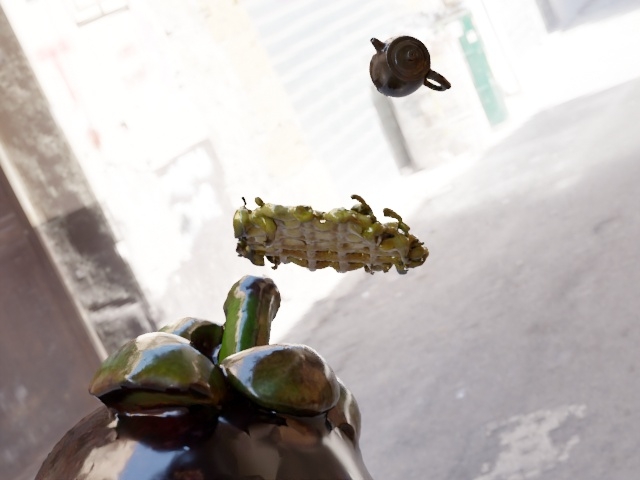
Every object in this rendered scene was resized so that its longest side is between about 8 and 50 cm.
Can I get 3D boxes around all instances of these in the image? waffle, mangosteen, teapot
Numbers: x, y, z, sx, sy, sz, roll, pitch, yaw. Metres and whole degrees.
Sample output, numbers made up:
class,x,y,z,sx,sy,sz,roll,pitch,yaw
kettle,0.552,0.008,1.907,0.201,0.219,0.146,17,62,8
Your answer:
class,x,y,z,sx,sy,sz,roll,pitch,yaw
waffle,0.000,0.003,1.417,0.280,0.060,0.262,16,-19,-41
mangosteen,-0.078,0.216,0.831,0.311,0.311,0.311,-23,12,5
teapot,0.111,-0.220,1.386,0.076,0.121,0.068,-64,10,-14
